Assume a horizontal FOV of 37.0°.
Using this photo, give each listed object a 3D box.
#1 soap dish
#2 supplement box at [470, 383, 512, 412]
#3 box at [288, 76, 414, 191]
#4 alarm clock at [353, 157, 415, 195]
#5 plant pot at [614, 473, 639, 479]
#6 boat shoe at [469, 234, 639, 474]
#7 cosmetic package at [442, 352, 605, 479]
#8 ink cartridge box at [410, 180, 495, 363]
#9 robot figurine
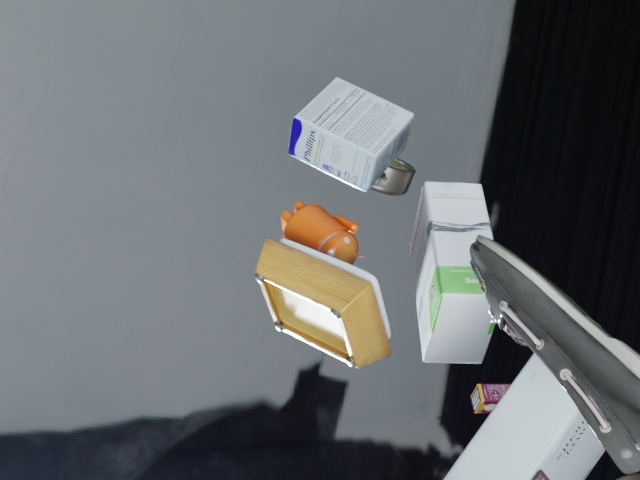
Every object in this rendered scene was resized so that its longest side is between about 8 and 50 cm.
[{"bbox_3d":[0.002,0.135,2.043,0.291,0.229,0.118,23,-125,35],"label":"soap dish"},{"bbox_3d":[0.363,0.330,2.000,0.083,0.055,0.043,0,-130,-10],"label":"supplement box"},{"bbox_3d":[0.044,-0.156,1.392,0.137,0.072,0.126,28,-133,15],"label":"box"},{"bbox_3d":[0.114,-0.128,1.764,0.129,0.064,0.192,29,-160,25],"label":"alarm clock"},{"bbox_3d":[0.609,0.579,1.577,0.323,0.323,0.280,4,-178,-30],"label":"plant pot"},{"bbox_3d":[0.236,0.103,0.983,0.112,0.095,0.335,31,-170,-38],"label":"boat shoe"},{"bbox_3d":[0.280,0.323,1.321,0.097,0.377,0.284,33,171,30],"label":"cosmetic package"},{"bbox_3d":[0.239,0.055,1.725,0.115,0.198,0.272,2,-133,-4],"label":"ink cartridge box"},{"bbox_3d":[0.001,-0.001,2.249,0.219,0.128,0.158,41,-154,28],"label":"robot figurine"}]
